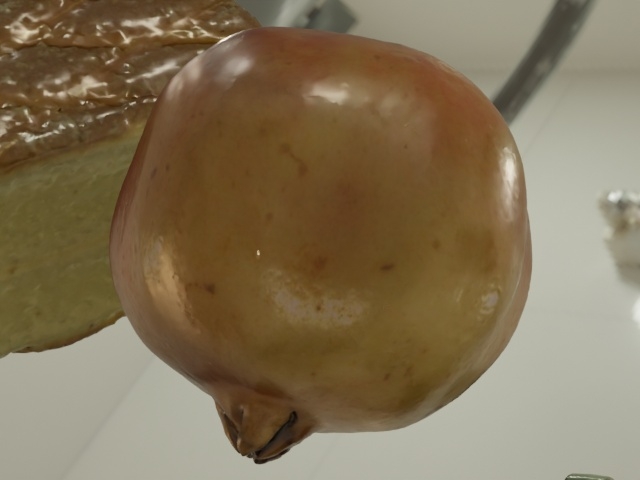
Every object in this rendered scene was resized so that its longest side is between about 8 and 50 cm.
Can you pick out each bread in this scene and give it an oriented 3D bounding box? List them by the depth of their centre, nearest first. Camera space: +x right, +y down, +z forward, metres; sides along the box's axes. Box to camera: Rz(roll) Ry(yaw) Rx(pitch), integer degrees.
[{"bbox_3d":[-0.200,-0.091,1.197,0.279,0.279,0.207,44,-39,34],"label":"bread"}]

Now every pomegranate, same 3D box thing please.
[{"bbox_3d":[0.000,-0.006,0.775,0.209,0.209,0.209,27,-30,16],"label":"pomegranate"}]

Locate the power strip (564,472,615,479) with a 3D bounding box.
[{"bbox_3d":[0.287,0.305,1.374,0.043,0.106,0.367,1,-27,39],"label":"power strip"}]
